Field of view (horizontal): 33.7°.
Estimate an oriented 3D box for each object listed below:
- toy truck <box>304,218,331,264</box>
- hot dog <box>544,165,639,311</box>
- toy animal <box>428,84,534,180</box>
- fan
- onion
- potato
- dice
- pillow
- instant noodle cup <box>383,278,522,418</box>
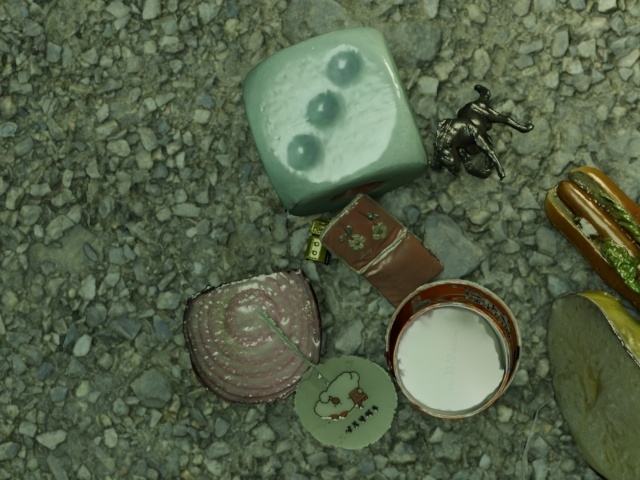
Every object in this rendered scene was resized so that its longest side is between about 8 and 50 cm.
[{"bbox_3d":[0.000,0.000,1.969,0.049,0.054,0.083,14,88,11],"label":"toy truck"},{"bbox_3d":[0.536,0.014,1.847,0.135,0.100,0.337,-42,80,4],"label":"hot dog"},{"bbox_3d":[0.280,-0.189,1.884,0.148,0.084,0.233,45,53,-15],"label":"toy animal"},{"bbox_3d":[0.001,0.245,1.922,0.191,0.009,0.329,-42,99,15],"label":"fan"},{"bbox_3d":[-0.120,0.171,1.960,0.250,0.111,0.247,-12,106,-1],"label":"onion"},{"bbox_3d":[0.597,0.255,1.787,0.296,0.290,0.397,-9,42,-18],"label":"potato"},{"bbox_3d":[0.029,-0.206,1.872,0.268,0.264,0.262,-19,83,9],"label":"dice"},{"bbox_3d":[0.110,0.019,1.903,0.126,0.043,0.232,-45,115,10],"label":"pillow"},{"bbox_3d":[0.226,0.195,1.833,0.250,0.192,0.250,0,91,9],"label":"instant noodle cup"}]
